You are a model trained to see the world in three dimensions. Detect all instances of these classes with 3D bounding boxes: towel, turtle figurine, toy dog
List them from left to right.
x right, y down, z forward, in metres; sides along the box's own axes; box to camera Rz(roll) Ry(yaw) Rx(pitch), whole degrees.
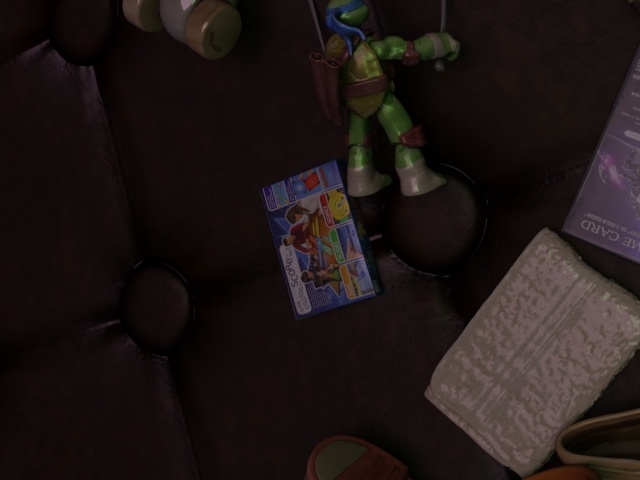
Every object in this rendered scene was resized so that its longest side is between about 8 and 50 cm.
[{"bbox_3d":[-0.123,-0.396,1.303,0.333,0.161,0.220,-39,71,9],"label":"toy dog"},{"bbox_3d":[0.092,-0.206,1.198,0.197,0.275,0.266,-10,108,7],"label":"turtle figurine"},{"bbox_3d":[0.274,0.148,1.147,0.187,0.049,0.282,41,109,19],"label":"towel"}]

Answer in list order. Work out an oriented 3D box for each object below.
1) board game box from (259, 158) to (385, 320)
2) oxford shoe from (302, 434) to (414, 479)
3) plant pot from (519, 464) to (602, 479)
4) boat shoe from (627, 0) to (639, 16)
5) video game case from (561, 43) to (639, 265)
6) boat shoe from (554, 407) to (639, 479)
[{"bbox_3d":[0.000,0.000,1.294,0.136,0.035,0.201,-19,84,28],"label":"board game box"},{"bbox_3d":[0.144,0.420,1.207,0.397,0.140,0.146,37,141,17],"label":"oxford shoe"},{"bbox_3d":[0.233,0.414,0.987,0.291,0.291,0.203,-35,86,25],"label":"plant pot"},{"bbox_3d":[0.452,-0.323,1.014,0.223,0.080,0.073,-33,89,24],"label":"boat shoe"},{"bbox_3d":[0.428,-0.098,1.064,0.196,0.026,0.274,26,105,25],"label":"video game case"},{"bbox_3d":[0.433,0.228,1.002,0.341,0.122,0.110,-21,120,29],"label":"boat shoe"}]
